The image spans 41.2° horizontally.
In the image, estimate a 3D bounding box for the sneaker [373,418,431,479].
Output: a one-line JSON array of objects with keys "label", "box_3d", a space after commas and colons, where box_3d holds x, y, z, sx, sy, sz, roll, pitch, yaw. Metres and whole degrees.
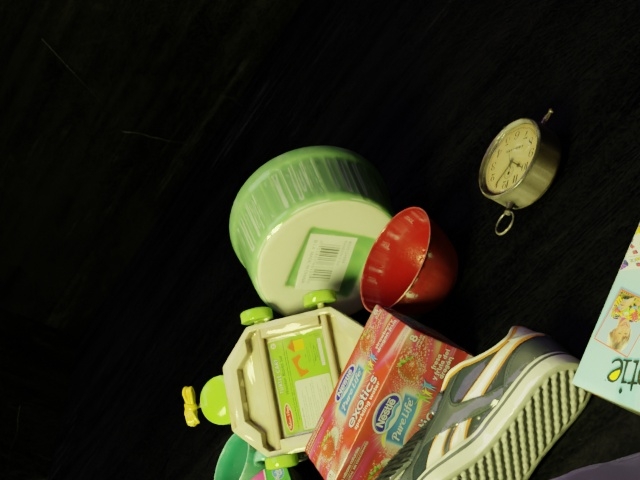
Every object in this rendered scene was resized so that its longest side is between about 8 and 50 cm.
[{"label": "sneaker", "box_3d": [0.120, 0.367, 1.116, 0.319, 0.131, 0.112, -50, -3, -17]}]

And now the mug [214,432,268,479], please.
[{"label": "mug", "box_3d": [-0.118, 0.428, 1.557, 0.130, 0.097, 0.157, -66, 23, -5]}]

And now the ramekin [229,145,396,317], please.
[{"label": "ramekin", "box_3d": [0.000, 0.000, 1.498, 0.303, 0.303, 0.148, -55, 31, 22]}]

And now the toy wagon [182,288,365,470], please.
[{"label": "toy wagon", "box_3d": [-0.066, 0.240, 1.414, 0.344, 0.068, 0.267, -16, 74, 18]}]

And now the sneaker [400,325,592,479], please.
[{"label": "sneaker", "box_3d": [0.189, 0.247, 1.042, 0.321, 0.126, 0.127, -50, 29, 7]}]

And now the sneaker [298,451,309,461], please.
[{"label": "sneaker", "box_3d": [-0.071, 0.332, 1.548, 0.163, 0.086, 0.226, -37, 24, 30]}]

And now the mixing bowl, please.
[{"label": "mixing bowl", "box_3d": [0.154, 0.048, 1.355, 0.181, 0.098, 0.181, -46, 29, 36]}]

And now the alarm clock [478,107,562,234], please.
[{"label": "alarm clock", "box_3d": [0.290, -0.093, 1.248, 0.129, 0.064, 0.192, -16, 50, 61]}]

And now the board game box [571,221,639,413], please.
[{"label": "board game box", "box_3d": [0.382, 0.049, 0.795, 0.275, 0.142, 0.144, -65, 23, -3]}]

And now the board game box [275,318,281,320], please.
[{"label": "board game box", "box_3d": [-0.084, 0.234, 1.563, 0.146, 0.045, 0.193, -8, 43, 58]}]

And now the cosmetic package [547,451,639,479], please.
[{"label": "cosmetic package", "box_3d": [0.138, 0.356, 0.741, 0.162, 0.230, 0.453, 66, 147, 28]}]

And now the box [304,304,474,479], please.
[{"label": "box", "box_3d": [0.097, 0.242, 1.245, 0.257, 0.122, 0.128, -64, 23, 3]}]

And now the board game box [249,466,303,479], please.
[{"label": "board game box", "box_3d": [-0.145, 0.532, 1.391, 0.316, 0.064, 0.242, -37, 25, 1]}]
